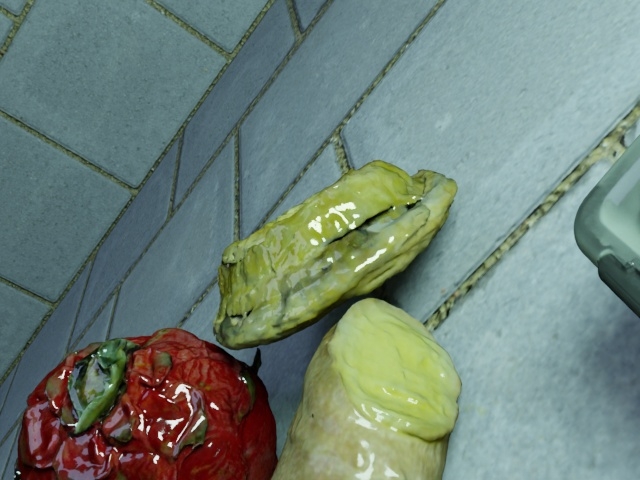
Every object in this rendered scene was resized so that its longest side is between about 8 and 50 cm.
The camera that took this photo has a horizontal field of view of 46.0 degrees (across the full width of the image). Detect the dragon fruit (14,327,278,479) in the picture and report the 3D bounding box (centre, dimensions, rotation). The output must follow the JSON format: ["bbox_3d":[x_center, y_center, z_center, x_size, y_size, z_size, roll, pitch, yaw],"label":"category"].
[{"bbox_3d":[-0.167,0.205,0.734,0.299,0.244,0.244,124,162,-47],"label":"dragon fruit"}]

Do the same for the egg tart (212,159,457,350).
[{"bbox_3d":[0.000,0.000,0.707,0.279,0.095,0.279,-31,8,5],"label":"egg tart"}]

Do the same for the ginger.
[{"bbox_3d":[0.020,0.193,0.520,0.190,0.126,0.354,-43,22,56],"label":"ginger"}]

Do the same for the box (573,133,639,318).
[{"bbox_3d":[0.240,-0.035,0.333,0.227,0.130,0.162,-51,23,14],"label":"box"}]
